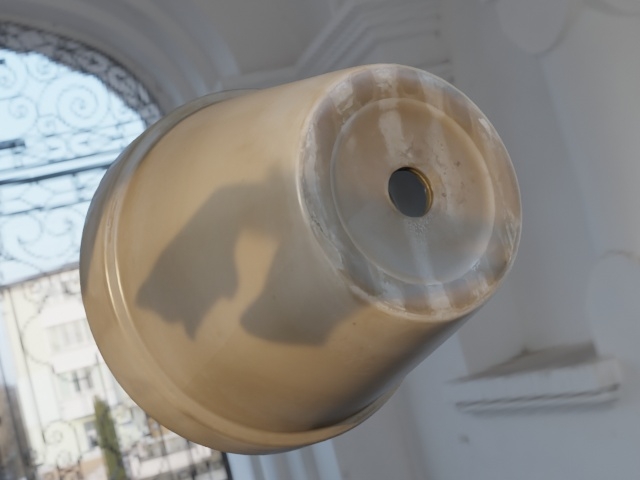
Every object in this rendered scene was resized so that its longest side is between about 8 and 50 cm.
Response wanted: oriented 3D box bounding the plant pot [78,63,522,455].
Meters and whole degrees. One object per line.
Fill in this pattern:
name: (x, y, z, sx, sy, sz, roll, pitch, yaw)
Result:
plant pot: (0.000, 0.000, 0.853, 0.323, 0.323, 0.280, -11, -8, -30)
